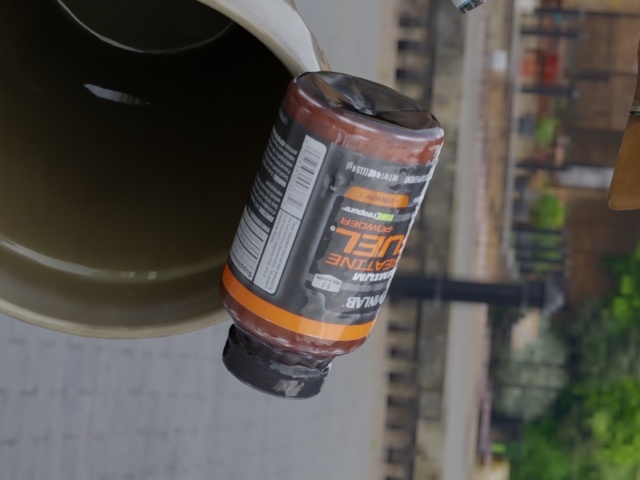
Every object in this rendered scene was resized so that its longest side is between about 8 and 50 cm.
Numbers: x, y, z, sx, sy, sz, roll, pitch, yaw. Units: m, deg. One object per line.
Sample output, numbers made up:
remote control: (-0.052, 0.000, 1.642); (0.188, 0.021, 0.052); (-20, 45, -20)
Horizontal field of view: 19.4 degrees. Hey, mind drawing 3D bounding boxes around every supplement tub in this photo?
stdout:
supplement tub: (0.000, 0.000, 1.181); (0.106, 0.106, 0.198); (-65, 175, -69)

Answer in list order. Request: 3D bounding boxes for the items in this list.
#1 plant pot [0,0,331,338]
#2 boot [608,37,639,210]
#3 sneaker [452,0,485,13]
plant pot: (-0.142, -0.136, 1.354); (0.280, 0.323, 0.323); (-86, 176, -51)
boot: (0.308, -0.039, 1.318); (0.096, 0.280, 0.264); (15, 81, -41)
sneaker: (0.194, -0.321, 1.787); (0.237, 0.086, 0.085); (-53, -175, -1)
